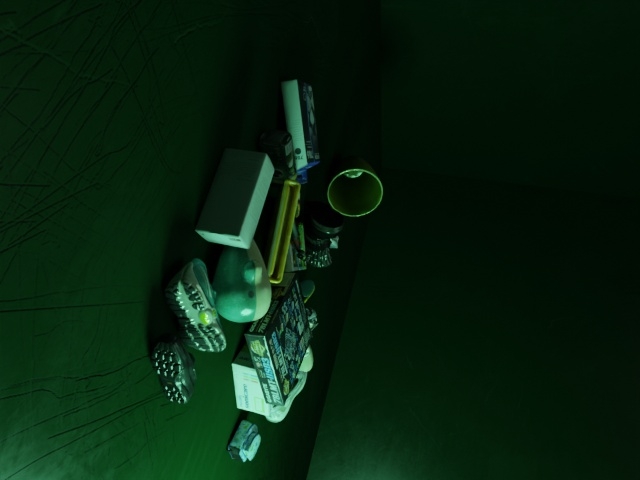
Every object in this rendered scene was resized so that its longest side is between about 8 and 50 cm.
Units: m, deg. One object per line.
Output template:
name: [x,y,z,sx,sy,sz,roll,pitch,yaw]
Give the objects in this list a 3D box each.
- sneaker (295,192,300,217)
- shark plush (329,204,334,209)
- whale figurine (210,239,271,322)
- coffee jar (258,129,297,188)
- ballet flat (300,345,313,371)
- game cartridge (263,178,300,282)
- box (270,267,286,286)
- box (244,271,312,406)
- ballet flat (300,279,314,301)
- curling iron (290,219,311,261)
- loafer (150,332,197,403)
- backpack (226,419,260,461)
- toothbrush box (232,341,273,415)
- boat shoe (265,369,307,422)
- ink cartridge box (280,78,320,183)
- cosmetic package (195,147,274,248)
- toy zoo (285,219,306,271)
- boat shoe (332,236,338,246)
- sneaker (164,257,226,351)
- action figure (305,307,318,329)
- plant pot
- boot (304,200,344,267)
sneaker: [-0.106,-0.175,1.496,0.083,0.070,0.185,-89,180,-55]
shark plush: [0.056,-0.163,2.242,0.067,0.073,0.161,113,-21,-45]
whale figurine: [-0.219,0.076,1.074,0.216,0.141,0.271,-9,-91,64]
coffee jar: [-0.125,-0.242,1.280,0.184,0.096,0.079,84,23,-50]
ballet flat: [-0.085,0.449,1.845,0.086,0.086,0.248,84,-7,-48]
game cartridge: [-0.129,-0.015,1.269,0.324,0.053,0.285,157,-55,-80]
box: [-0.140,0.187,1.602,0.232,0.058,0.087,76,26,-58]
box: [-0.118,0.297,1.299,0.293,0.074,0.295,-62,148,-53]
ballet flat: [-0.096,0.257,1.834,0.077,0.077,0.231,-64,175,34]
curling iron: [-0.075,-0.009,1.427,0.035,0.068,0.274,-49,153,-23]
loafer: [-0.315,0.271,0.918,0.078,0.076,0.223,-72,170,-50]
backpack: [-0.253,0.682,1.426,0.105,0.084,0.114,85,20,-45]
toothbrush box: [-0.183,0.415,1.450,0.283,0.122,0.206,-56,152,-57]
boat shoe: [-0.141,0.604,1.775,0.320,0.118,0.103,-55,157,-46]
ink cartridge box: [-0.060,-0.354,1.403,0.165,0.065,0.332,-44,130,-69]
cosmetic package: [-0.202,-0.104,1.017,0.085,0.118,0.230,65,37,-67]
toy zoo: [-0.100,0.018,1.569,0.293,0.030,0.192,16,70,-81]
boat shoe: [0.049,-0.008,2.203,0.258,0.095,0.084,60,36,-85]
sneaker: [-0.270,0.161,0.973,0.109,0.107,0.275,-79,170,-51]
action figure: [-0.088,0.344,1.701,0.185,0.099,0.285,-49,166,-19]
plant pot: [0.175,-0.321,2.190,0.293,0.275,0.274,-88,177,-52]
boot: [0.004,0.000,1.705,0.348,0.131,0.259,-118,-149,-69]
